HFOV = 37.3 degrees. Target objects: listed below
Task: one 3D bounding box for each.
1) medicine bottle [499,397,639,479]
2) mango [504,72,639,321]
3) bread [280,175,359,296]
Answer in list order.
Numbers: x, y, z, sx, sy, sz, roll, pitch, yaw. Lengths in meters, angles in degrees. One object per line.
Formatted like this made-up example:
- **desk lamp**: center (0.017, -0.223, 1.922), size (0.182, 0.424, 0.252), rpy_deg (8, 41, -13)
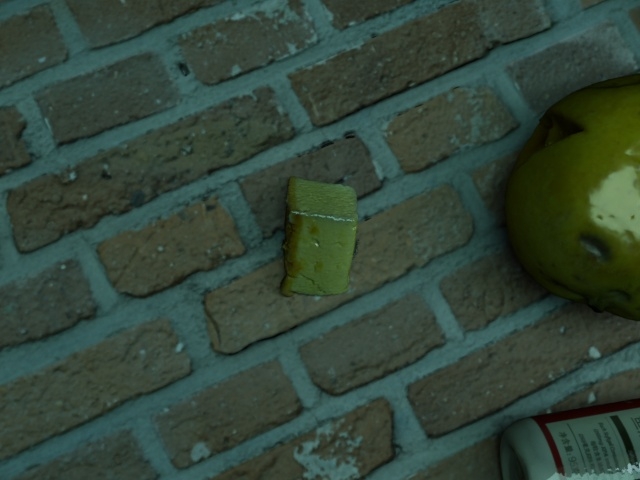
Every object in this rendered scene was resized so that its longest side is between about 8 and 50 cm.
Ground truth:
- **medicine bottle**: center (0.315, 0.226, 0.951), size (0.250, 0.131, 0.131), rpy_deg (-9, 84, -4)
- **mango**: center (0.361, -0.061, 0.975), size (0.364, 0.182, 0.253), rpy_deg (-26, 84, -17)
- **bread**: center (0.000, 0.000, 1.013), size (0.084, 0.080, 0.109), rpy_deg (5, 118, -3)
